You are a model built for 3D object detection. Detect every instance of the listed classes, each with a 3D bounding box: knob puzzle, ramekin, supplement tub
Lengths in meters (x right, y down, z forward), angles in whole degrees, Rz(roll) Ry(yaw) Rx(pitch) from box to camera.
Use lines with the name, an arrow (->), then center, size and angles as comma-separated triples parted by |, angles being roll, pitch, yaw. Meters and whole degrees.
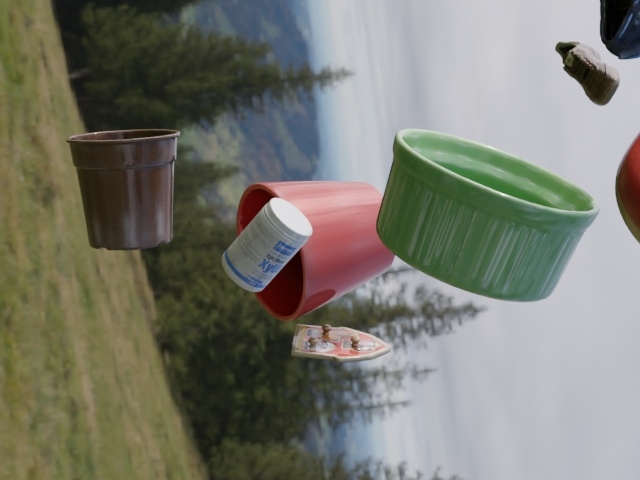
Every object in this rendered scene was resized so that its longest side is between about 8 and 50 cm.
knob puzzle -> 0.043, 0.197, 2.194 | 0.213, 0.213, 0.030 | -102, -163, -76
ramekin -> 0.225, -0.034, 1.569 | 0.303, 0.303, 0.148 | -101, -151, -70
supplement tub -> -0.069, 0.007, 1.397 | 0.071, 0.107, 0.071 | 34, 24, -18

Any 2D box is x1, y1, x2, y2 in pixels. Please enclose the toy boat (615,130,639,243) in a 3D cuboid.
toy boat -> 0.334, -0.078, 0.842 | 0.151, 0.231, 0.151 | 38, -12, 12

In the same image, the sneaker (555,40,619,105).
sneaker -> 0.431, -0.276, 1.820 | 0.188, 0.071, 0.066 | -96, -152, -64

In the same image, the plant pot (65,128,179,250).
plant pot -> -0.286, -0.076, 1.648 | 0.167, 0.166, 0.165 | -103, -170, -79

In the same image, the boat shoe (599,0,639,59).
boat shoe -> 0.481, -0.413, 1.709 | 0.089, 0.109, 0.258 | 9, 78, -44

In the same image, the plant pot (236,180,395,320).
plant pot -> 0.000, 0.000, 2.201 | 0.275, 0.243, 0.275 | 30, -53, 51
